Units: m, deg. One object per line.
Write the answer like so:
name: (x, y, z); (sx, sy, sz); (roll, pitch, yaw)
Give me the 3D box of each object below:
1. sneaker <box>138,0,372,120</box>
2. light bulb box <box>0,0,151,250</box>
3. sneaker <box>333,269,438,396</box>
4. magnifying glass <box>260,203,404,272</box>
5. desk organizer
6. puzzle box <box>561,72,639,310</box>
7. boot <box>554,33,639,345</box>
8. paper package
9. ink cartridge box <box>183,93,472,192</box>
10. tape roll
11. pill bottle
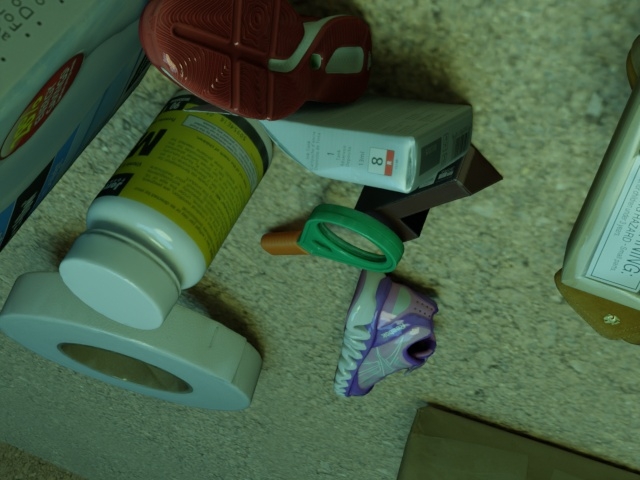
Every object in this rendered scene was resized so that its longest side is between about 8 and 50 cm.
sneaker: (-0.068, -0.129, 0.515); (0.128, 0.087, 0.221); (11, -171, 32)
light bulb box: (-0.250, -0.138, 0.466); (0.225, 0.361, 0.358); (36, 147, -13)
sneaker: (0.077, 0.123, 0.855); (0.104, 0.095, 0.236); (15, 145, 5)
magnifying glass: (0.000, 0.000, 0.743); (0.092, 0.026, 0.231); (36, 160, -23)
desk organizer: (0.092, -0.037, 0.655); (0.050, 0.047, 0.130); (40, 146, -24)
puzzle box: (0.299, -0.100, 0.299); (0.272, 0.052, 0.409); (19, 128, 12)
boot: (0.247, -0.004, 0.536); (0.295, 0.104, 0.211); (34, 146, -20)
paper package: (0.272, 0.406, 1.038); (0.324, 0.168, 0.309); (15, 147, 18)
ink cartridge box: (0.010, -0.082, 0.562); (0.179, 0.145, 0.045); (9, 111, 24)
tape roll: (-0.276, 0.160, 1.100); (0.392, 0.072, 0.392); (14, 156, 6)
pill bottle: (-0.137, -0.031, 0.677); (0.119, 0.208, 0.119); (18, 146, 13)
